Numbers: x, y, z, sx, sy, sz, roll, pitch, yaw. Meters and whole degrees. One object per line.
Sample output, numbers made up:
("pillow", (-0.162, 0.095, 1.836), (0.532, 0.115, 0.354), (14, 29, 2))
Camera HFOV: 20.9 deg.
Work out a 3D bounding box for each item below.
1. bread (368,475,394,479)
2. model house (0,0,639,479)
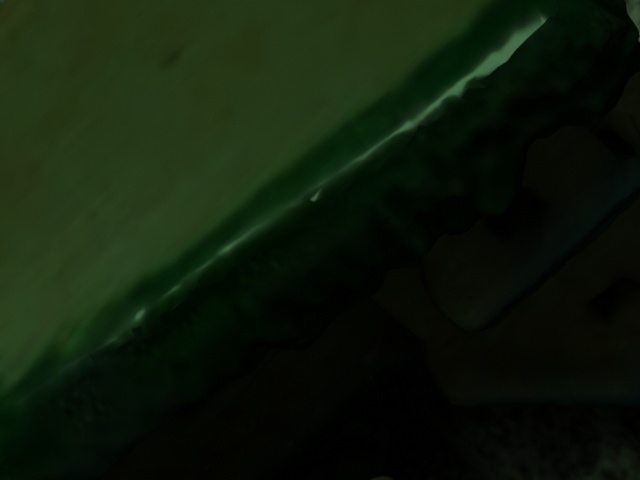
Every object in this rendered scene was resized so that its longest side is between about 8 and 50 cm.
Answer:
("bread", (-0.030, 0.263, 0.826), (0.252, 0.196, 0.238), (-16, 50, 8))
("model house", (0.000, 0.000, 0.905), (0.382, 0.342, 0.334), (-40, 45, 9))
